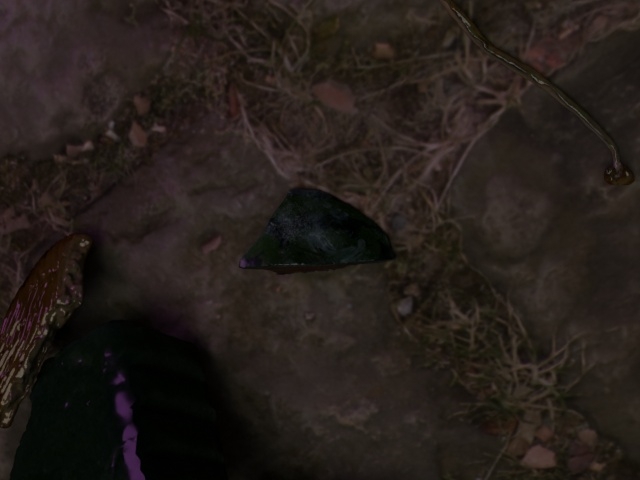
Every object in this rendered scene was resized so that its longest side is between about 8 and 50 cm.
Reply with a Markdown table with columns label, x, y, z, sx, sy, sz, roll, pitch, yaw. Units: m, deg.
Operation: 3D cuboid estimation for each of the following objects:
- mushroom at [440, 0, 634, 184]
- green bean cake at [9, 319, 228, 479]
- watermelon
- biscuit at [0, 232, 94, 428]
| label | x | y | z | sx | sy | sz | roll | pitch | yaw |
| --- | --- | --- | --- | --- | --- | --- | --- | --- | --- |
| mushroom | 0.204 | -0.158 | 0.767 | 0.286 | 0.028 | 0.026 | 46 | 156 | -1 |
| green bean cake | -0.256 | 0.286 | 0.909 | 0.300 | 0.169 | 0.308 | -32 | 55 | 21 |
| watermelon | 0.003 | -0.003 | 0.865 | 0.155 | 0.080 | 0.101 | 3 | 73 | 18 |
| biscuit | -0.342 | 0.106 | 0.939 | 0.031 | 0.229 | 0.176 | 28 | 148 | -36 |
